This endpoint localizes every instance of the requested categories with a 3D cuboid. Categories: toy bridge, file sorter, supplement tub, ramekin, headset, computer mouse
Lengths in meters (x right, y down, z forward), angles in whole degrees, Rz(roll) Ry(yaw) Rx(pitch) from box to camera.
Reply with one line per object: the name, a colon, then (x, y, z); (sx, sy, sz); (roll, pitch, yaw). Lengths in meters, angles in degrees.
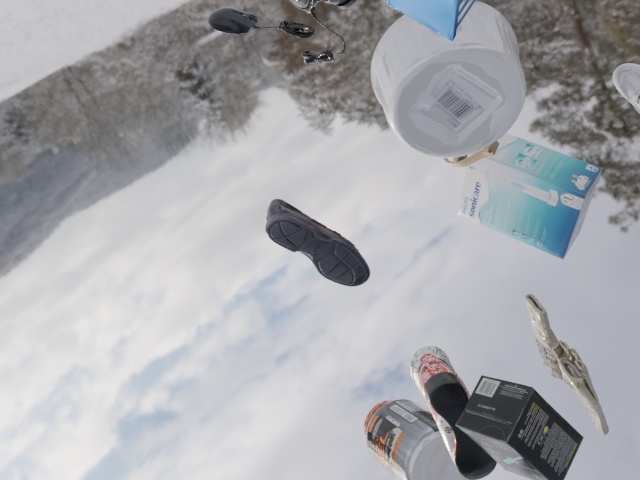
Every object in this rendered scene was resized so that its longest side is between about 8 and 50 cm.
toy bridge: (0.319, -0.196, 1.635); (0.188, 0.026, 0.063); (10, -108, 58)
file sorter: (0.166, -0.383, 1.031); (0.104, 0.118, 0.170); (-57, 170, -1)
supplement tub: (0.235, 0.511, 1.813); (0.194, 0.193, 0.316); (-35, -167, -14)
ramekin: (0.236, -0.282, 1.325); (0.277, 0.277, 0.135); (-25, -137, 19)
headset: (-0.008, -0.660, 1.884); (0.243, 0.394, 0.185); (-14, -165, -30)
computer mouse: (-0.131, -0.480, 1.600); (0.242, 0.041, 0.071); (7, -140, 6)

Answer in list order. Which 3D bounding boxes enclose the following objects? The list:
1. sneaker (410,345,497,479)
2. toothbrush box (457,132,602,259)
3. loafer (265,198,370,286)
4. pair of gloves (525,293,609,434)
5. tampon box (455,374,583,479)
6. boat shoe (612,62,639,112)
sneaker: (0.253, 0.321, 1.389); (0.090, 0.270, 0.145); (-27, -152, 3)
toothbrush box: (0.508, -0.119, 1.806); (0.296, 0.216, 0.126); (24, -130, 23)
loafer: (0.000, 0.000, 1.667); (0.109, 0.302, 0.095); (-39, -143, 26)
pair of gloves: (0.463, 0.238, 1.396); (0.042, 0.204, 0.240); (-28, -145, 4)
tampon box: (0.331, 0.318, 1.214); (0.120, 0.161, 0.101); (2, -126, 57)
boat shoe: (0.587, -0.244, 1.290); (0.063, 0.184, 0.066); (-16, 156, -50)
